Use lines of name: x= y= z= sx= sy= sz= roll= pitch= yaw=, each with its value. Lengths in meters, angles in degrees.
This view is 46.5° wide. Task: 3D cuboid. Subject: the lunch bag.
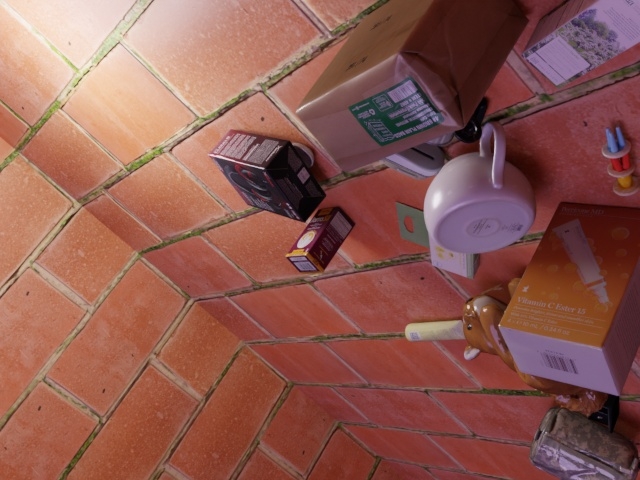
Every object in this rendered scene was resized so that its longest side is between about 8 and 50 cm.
lunch bag: x=0.790 y=0.643 z=2.229 sx=0.305 sy=0.213 sz=0.256 roll=25 pitch=-179 yaw=19

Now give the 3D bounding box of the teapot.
teapot: x=0.335 y=-0.105 z=1.604 sx=0.256 sy=0.187 sz=0.252 roll=-25 pitch=142 yaw=30

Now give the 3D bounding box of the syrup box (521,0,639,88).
syrup box: x=0.437 y=-0.344 z=1.169 sx=0.093 sy=0.096 sz=0.237 roll=37 pitch=153 yaw=-12

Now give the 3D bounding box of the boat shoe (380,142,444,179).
boat shoe: x=0.136 y=-0.223 z=1.700 sx=0.302 sy=0.109 sz=0.094 roll=31 pitch=156 yaw=-2

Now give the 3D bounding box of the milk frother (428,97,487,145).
milk frother: x=0.260 y=-0.233 z=1.499 sx=0.129 sy=0.143 sz=0.135 roll=23 pitch=150 yaw=5

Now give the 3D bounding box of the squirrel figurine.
squirrel figurine: x=0.543 y=0.281 z=1.922 sx=0.397 sy=0.281 sz=0.370 roll=47 pitch=157 yaw=-19

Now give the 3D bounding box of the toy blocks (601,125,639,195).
toy blocks: x=0.588 y=-0.148 z=1.376 sx=0.123 sy=0.054 sz=0.148 roll=9 pitch=144 yaw=42

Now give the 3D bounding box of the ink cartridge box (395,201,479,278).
ink cartridge box: x=0.299 y=0.001 z=1.952 sx=0.235 sy=0.056 sz=0.171 roll=19 pitch=151 yaw=23

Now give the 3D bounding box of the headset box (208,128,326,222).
headset box: x=-0.157 y=-0.183 z=2.050 sx=0.293 sy=0.110 sz=0.218 roll=19 pitch=153 yaw=45

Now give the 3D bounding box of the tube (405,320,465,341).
tube: x=0.375 y=0.286 z=2.350 sx=0.070 sy=0.062 sz=0.240 roll=-2 pitch=174 yaw=-41

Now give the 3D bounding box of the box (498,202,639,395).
box: x=0.547 y=0.109 z=1.526 sx=0.215 sy=0.345 sz=0.168 roll=8 pitch=143 yaw=41

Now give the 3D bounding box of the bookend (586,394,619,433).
bookend: x=0.785 y=0.473 z=2.182 sx=0.157 sy=0.072 sz=0.156 roll=16 pitch=149 yaw=32

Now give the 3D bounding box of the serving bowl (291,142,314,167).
serving bowl: x=-0.050 y=-0.231 z=1.978 sx=0.083 sy=0.027 sz=0.083 roll=26 pitch=152 yaw=15

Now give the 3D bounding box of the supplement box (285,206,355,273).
supplement box: x=0.000 y=0.000 z=2.129 sx=0.104 sy=0.188 sz=0.081 roll=-6 pitch=133 yaw=52

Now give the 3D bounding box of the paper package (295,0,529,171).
paper package: x=0.153 y=-0.305 z=1.313 sx=0.168 sy=0.310 sz=0.324 roll=44 pitch=151 yaw=-20
